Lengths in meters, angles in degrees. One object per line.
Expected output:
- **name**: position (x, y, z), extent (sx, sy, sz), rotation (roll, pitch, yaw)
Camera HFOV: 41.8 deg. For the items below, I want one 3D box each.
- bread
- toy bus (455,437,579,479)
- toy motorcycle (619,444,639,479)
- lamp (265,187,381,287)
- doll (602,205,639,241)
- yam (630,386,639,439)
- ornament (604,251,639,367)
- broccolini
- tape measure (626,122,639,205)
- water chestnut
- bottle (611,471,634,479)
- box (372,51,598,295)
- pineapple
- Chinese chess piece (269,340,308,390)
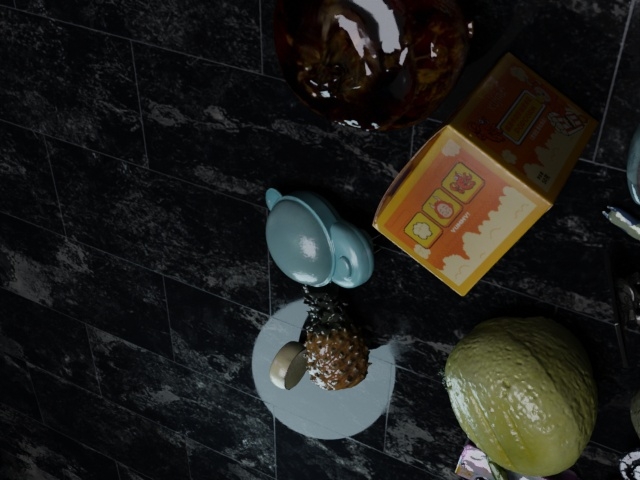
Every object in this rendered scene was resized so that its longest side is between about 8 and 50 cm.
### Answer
- **bread**: position (0.397, 0.310, 1.665), extent (0.321, 0.237, 0.320), rotation (18, 128, 25)
- **toy bus**: position (0.452, 0.539, 1.911), extent (0.274, 0.090, 0.112), rotation (21, 123, 18)
- **toy motorcycle**: position (0.750, 0.475, 1.644), extent (0.307, 0.108, 0.173), rotation (29, 115, 17)
- **lamp**: position (-0.008, 0.006, 1.771), extent (0.284, 0.147, 0.209), rotation (16, 129, 24)
- **doll**: position (0.548, -0.021, 1.456), extent (0.125, 0.027, 0.037), rotation (34, 142, 8)
- **yam**: position (0.679, 0.284, 1.522), extent (0.154, 0.154, 0.254), rotation (39, 140, 3)
- **ornament**: position (0.605, 0.103, 1.449), extent (0.196, 0.166, 0.153), rotation (-9, 141, 18)
- **broccolini**: position (0.365, 0.449, 1.837), extent (0.079, 0.074, 0.392), rotation (-29, 85, 44)
- **tape measure**: position (0.604, -0.117, 1.261), extent (0.256, 0.147, 0.275), rotation (48, 134, -6)
- **water chestnut**: position (0.070, -0.327, 1.352), extent (0.351, 0.302, 0.350), rotation (22, 135, 24)
- **bottle**: position (0.642, 0.548, 1.804), extent (0.069, 0.069, 0.187), rotation (37, 133, 5)
- **box**: position (0.270, -0.115, 1.391), extent (0.214, 0.283, 0.259), rotation (37, 135, 4)
- **pineapple**: position (0.020, 0.199, 1.916), extent (0.158, 0.158, 0.278), rotation (1, 115, 34)
- **Chinese chess piece**: position (-0.075, 0.308, 2.067), extent (0.051, 0.122, 0.122), rotation (25, 134, 25)
